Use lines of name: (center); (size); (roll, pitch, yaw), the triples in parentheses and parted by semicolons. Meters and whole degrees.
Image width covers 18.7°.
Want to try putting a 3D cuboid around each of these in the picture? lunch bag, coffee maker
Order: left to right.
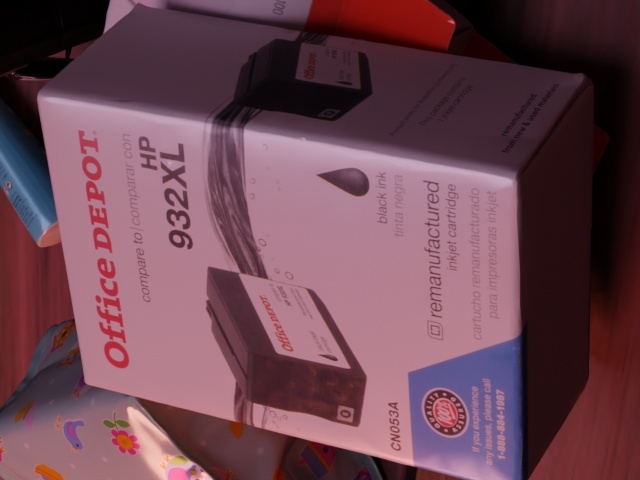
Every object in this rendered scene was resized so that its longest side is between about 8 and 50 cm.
coffee maker: (-0.215, -0.182, 1.376); (0.120, 0.178, 0.171); (58, 140, 4)
lunch bag: (-0.088, 0.173, 1.448); (0.223, 0.160, 0.262); (-18, 121, 46)

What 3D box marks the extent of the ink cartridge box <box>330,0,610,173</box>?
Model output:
ink cartridge box: (0.040, -0.032, 1.279); (0.239, 0.060, 0.275); (43, 136, 24)

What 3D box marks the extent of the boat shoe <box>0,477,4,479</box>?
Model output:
boat shoe: (-0.362, 0.148, 1.777); (0.084, 0.095, 0.258); (8, 115, 40)

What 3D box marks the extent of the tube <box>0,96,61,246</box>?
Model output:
tube: (-0.264, -0.090, 1.577); (0.207, 0.052, 0.080); (53, 166, 12)

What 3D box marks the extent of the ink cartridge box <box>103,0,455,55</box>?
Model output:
ink cartridge box: (-0.038, -0.123, 1.229); (0.232, 0.066, 0.189); (44, 136, 28)

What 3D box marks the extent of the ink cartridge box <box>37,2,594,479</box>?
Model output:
ink cartridge box: (0.000, 0.000, 1.181); (0.308, 0.129, 0.223); (12, 126, 24)
